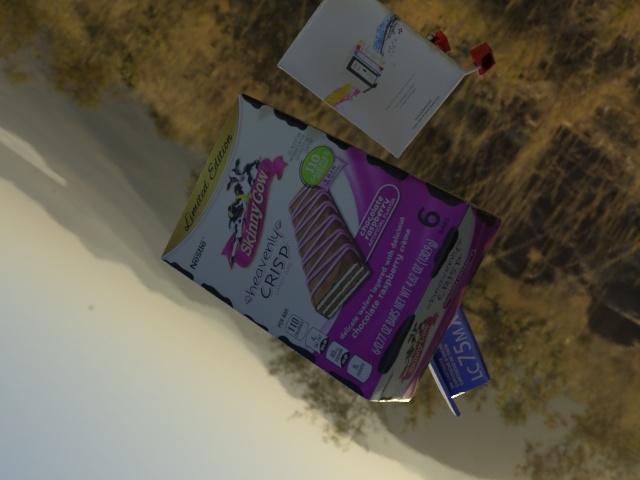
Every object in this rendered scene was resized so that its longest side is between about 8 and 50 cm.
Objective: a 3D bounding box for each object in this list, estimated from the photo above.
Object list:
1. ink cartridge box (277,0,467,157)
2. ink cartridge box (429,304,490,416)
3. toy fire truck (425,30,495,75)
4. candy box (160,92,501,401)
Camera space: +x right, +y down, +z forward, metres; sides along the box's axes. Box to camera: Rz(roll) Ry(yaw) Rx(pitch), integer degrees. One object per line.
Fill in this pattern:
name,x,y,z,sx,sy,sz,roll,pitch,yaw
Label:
ink cartridge box,0.078,-0.273,1.368,0.233,0.168,0.171,37,-167,-6
ink cartridge box,0.115,0.056,1.005,0.311,0.065,0.185,-92,-22,-76
toy fire truck,0.239,-0.355,1.773,0.135,0.192,0.047,60,-177,38
candy box,0.000,0.000,0.690,0.233,0.159,0.071,29,-174,33
